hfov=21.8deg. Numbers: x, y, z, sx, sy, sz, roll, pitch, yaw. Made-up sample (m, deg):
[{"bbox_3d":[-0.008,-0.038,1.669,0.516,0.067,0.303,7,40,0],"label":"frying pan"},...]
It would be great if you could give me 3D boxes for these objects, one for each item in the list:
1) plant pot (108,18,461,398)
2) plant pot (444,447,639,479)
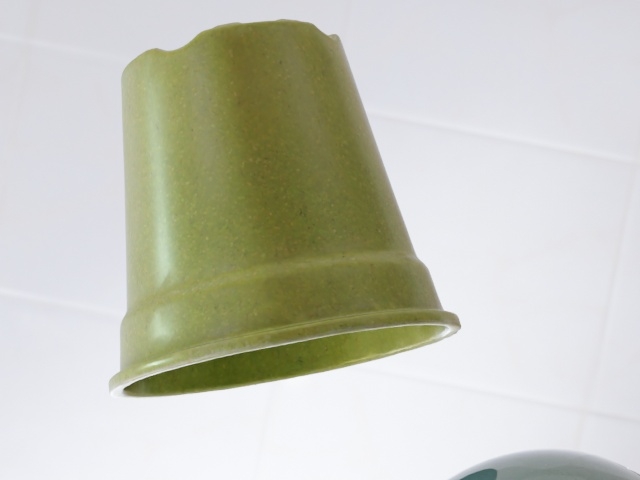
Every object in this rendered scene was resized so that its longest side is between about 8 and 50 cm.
[{"bbox_3d":[-0.049,-0.027,1.308,0.276,0.276,0.254,95,165,-80],"label":"plant pot"},{"bbox_3d":[0.159,0.257,1.147,0.195,0.290,0.290,-70,-9,-59],"label":"plant pot"}]
